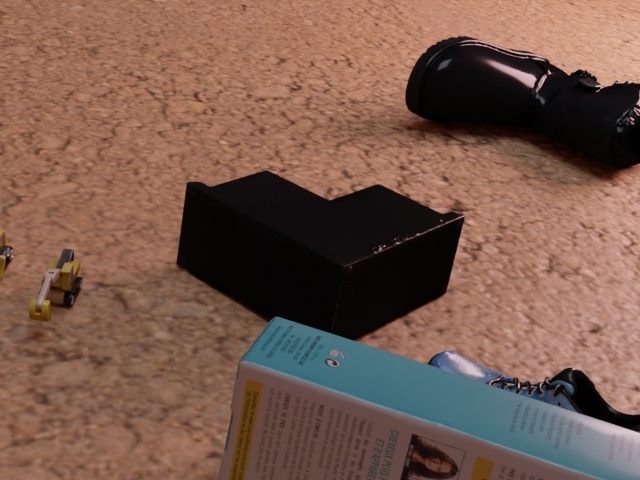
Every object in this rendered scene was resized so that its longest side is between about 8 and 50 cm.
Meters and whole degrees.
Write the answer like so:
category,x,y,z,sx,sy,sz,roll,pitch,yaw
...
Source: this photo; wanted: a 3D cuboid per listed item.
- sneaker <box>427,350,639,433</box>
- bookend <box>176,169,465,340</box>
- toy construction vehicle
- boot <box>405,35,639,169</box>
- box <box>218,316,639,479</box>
category,x,y,z,sx,sy,sz,roll,pitch,yaw
sneaker,0.145,0.104,0.733,0.162,0.073,0.063,23,29,22
bookend,0.000,0.000,0.883,0.157,0.072,0.156,27,30,30
toy construction vehicle,-0.214,0.022,0.798,0.085,0.035,0.098,11,27,1
boot,0.242,-0.147,1.233,0.246,0.094,0.207,-7,28,-43
box,0.070,0.130,0.627,0.244,0.101,0.060,17,27,11
